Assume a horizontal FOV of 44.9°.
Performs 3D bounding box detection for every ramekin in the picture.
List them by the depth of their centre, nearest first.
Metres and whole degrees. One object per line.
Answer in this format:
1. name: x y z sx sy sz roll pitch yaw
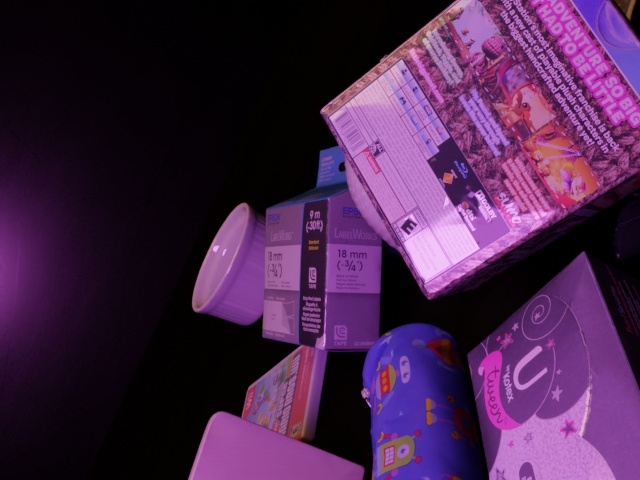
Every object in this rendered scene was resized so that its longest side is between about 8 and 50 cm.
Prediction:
1. ramekin: -0.179 0.064 1.808 0.277 0.135 0.277 -52 21 30

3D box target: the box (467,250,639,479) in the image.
1. box: 0.227 0.160 0.606 0.163 0.142 0.247 -50 23 33

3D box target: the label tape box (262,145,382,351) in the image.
1. label tape box: 0.000 0.000 1.244 0.241 0.106 0.333 -5 83 63

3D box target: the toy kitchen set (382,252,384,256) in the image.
1. toy kitchen set: 0.077 -0.013 1.325 0.083 0.075 0.068 -33 37 64

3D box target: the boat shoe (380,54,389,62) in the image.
1. boat shoe: 0.143 -0.301 1.491 0.319 0.099 0.116 -31 37 58

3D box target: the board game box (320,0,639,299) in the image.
1. board game box: 0.190 -0.114 0.781 0.291 0.141 0.232 -35 75 25

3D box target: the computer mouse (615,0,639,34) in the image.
1. computer mouse: 0.377 -0.282 0.950 0.193 0.042 0.106 -62 23 -14

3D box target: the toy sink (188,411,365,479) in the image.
1. toy sink: -0.084 0.344 1.043 0.131 0.234 0.152 -31 38 57

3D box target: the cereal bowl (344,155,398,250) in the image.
1. cereal bowl: 0.163 -0.149 0.992 0.339 0.141 0.339 -24 48 29

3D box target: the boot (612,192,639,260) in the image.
1. boot: 0.319 0.000 0.726 0.099 0.045 0.121 -22 38 60

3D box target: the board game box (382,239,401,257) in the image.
1. board game box: 0.194 -0.159 1.206 0.254 0.079 0.336 -26 42 61

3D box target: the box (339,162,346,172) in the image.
1. box: 0.086 -0.190 1.396 0.126 0.072 0.137 -71 0 -51

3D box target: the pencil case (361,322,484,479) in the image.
1. pencil case: 0.108 0.231 0.858 0.133 0.119 0.306 -28 32 20

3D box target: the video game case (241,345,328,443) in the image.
1. video game case: -0.077 0.306 1.397 0.285 0.025 0.204 -44 27 45
